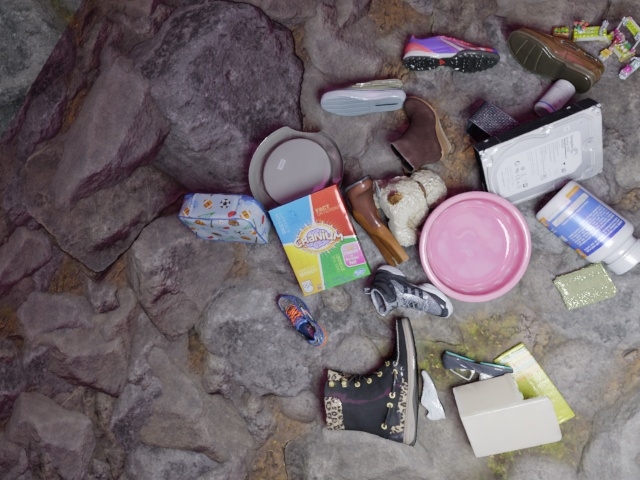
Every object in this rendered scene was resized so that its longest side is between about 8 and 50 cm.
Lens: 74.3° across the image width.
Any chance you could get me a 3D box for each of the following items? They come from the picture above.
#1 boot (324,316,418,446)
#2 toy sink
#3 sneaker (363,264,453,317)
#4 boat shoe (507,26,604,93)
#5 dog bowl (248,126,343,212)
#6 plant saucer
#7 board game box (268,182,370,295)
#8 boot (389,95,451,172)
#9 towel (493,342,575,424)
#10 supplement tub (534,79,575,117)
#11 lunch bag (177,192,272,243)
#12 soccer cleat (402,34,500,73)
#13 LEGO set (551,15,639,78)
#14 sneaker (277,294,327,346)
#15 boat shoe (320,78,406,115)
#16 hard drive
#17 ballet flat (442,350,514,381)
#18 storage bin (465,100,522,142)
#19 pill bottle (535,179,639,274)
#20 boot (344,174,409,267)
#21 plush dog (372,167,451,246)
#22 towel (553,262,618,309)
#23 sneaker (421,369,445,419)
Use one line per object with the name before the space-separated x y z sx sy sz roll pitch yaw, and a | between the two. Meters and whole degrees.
boot | 0.160 0.429 1.317 0.284 0.138 0.378 -2 87 15
toy sink | 0.515 0.479 1.183 0.234 0.131 0.153 -20 109 14
sneaker | 0.263 0.190 1.310 0.268 0.101 0.153 29 46 22
boat shoe | 0.749 -0.590 1.351 0.307 0.111 0.104 42 76 11
dog bowl | -0.077 -0.234 1.511 0.348 0.102 0.349 -3 79 15
plant saucer | 0.462 0.018 1.290 0.332 0.084 0.332 0 93 2
board game box | 0.000 0.000 1.404 0.242 0.064 0.317 -21 101 11
boot | 0.304 -0.355 1.387 0.206 0.090 0.248 -27 79 -29
towel | 0.627 0.430 1.245 0.102 0.021 0.237 -36 74 13
supplement tub | 0.740 -0.445 1.338 0.071 0.071 0.107 43 92 18
lunch bag | -0.333 -0.071 1.487 0.303 0.243 0.115 6 70 15
soccer cleat | 0.446 -0.648 1.440 0.318 0.108 0.117 8 79 19
LEGO set | 0.880 -0.637 1.313 0.287 0.107 0.132 41 93 18
sneaker | -0.065 0.266 1.428 0.221 0.087 0.083 43 93 18
boat shoe | 0.153 -0.514 1.508 0.302 0.109 0.094 1 65 7
hard drive | 0.648 -0.242 1.252 0.338 0.237 0.064 -21 35 10
ballet flat | 0.467 0.389 1.268 0.203 0.074 0.074 9 83 25
storage bin | 0.560 -0.342 1.342 0.180 0.122 0.084 44 94 18
pill bottle | 0.779 -0.033 1.213 0.152 0.152 0.272 -45 72 4
boot | 0.177 -0.047 1.315 0.096 0.264 0.280 -29 77 -15
plush dog | 0.300 -0.147 1.362 0.225 0.211 0.262 -28 72 -15
towel | 0.782 0.136 1.248 0.148 0.027 0.110 -23 76 9
sneaker | 0.333 0.477 1.299 0.061 0.053 0.152 -20 76 14
